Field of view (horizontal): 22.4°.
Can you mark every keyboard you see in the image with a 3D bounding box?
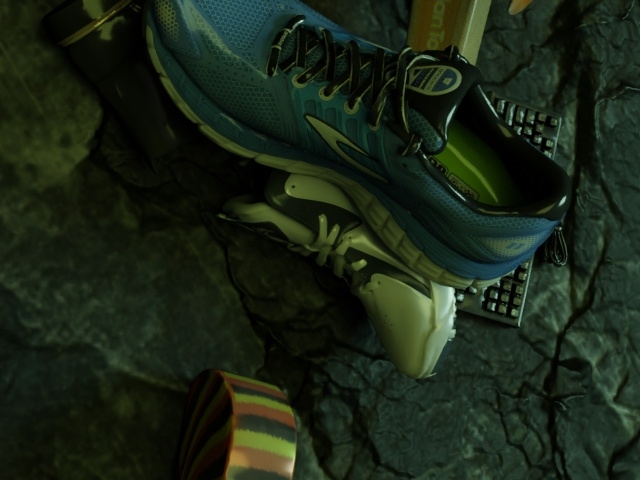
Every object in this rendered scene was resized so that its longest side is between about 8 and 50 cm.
[{"bbox_3d":[0.159,-0.022,1.301,0.108,0.023,0.180,18,79,-25],"label":"keyboard"}]

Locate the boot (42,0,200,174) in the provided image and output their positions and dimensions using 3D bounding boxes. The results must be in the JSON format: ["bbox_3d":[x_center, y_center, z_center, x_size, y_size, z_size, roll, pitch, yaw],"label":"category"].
[{"bbox_3d":[-0.084,-0.154,1.168,0.198,0.077,0.137,-34,106,-11],"label":"boot"}]

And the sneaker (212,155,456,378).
[{"bbox_3d":[0.000,0.000,1.180,0.153,0.094,0.235,-14,92,-26],"label":"sneaker"}]

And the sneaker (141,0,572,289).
[{"bbox_3d":[0.034,-0.100,1.087,0.330,0.147,0.129,32,59,-13],"label":"sneaker"}]

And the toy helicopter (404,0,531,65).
[{"bbox_3d":[0.123,-0.218,1.206,0.140,0.235,0.355,-11,114,-66],"label":"toy helicopter"}]

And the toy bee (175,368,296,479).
[{"bbox_3d":[-0.056,0.238,1.096,0.195,0.162,0.298,-5,88,-29],"label":"toy bee"}]
